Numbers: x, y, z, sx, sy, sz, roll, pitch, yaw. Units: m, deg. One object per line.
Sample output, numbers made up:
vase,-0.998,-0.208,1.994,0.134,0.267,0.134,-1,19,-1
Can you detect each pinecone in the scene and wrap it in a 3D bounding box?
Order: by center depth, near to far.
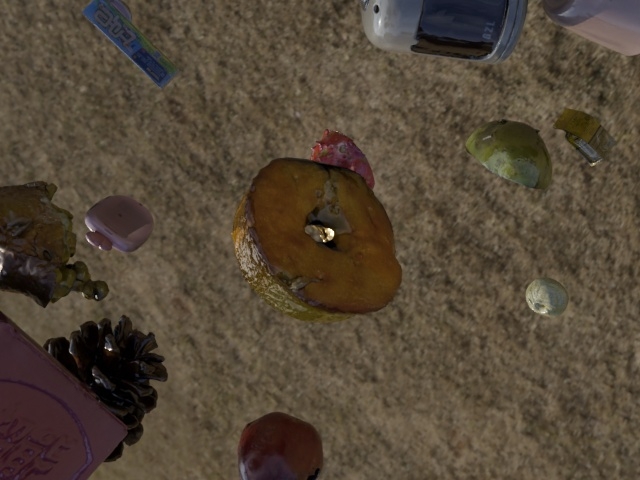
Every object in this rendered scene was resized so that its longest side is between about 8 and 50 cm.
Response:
pinecone,-0.393,0.259,1.466,0.244,0.244,0.309,47,121,1

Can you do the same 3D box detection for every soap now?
soap,-0.431,0.239,1.107,0.128,0.233,0.360,33,161,30

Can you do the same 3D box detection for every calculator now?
calculator,-0.331,-0.028,1.402,0.103,0.166,0.024,38,116,-4

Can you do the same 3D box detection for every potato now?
potato,0.431,-0.211,1.898,0.160,0.272,0.111,15,113,-17

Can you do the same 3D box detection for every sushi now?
sushi,-0.392,0.003,1.142,0.296,0.179,0.167,0,93,56

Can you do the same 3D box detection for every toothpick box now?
toothpick box,0.210,-0.461,1.616,0.316,0.229,0.229,5,129,-9

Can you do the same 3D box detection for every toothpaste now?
toothpaste,-0.337,-0.368,1.549,0.193,0.070,0.044,44,177,-7

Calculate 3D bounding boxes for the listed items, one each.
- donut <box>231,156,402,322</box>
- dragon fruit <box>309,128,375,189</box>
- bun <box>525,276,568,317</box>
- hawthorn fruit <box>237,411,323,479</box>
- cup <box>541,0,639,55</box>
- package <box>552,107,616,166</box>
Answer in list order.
donut,-0.002,0.000,1.157,0.253,0.253,0.118,48,139,0
dragon fruit,0.019,-0.121,1.631,0.153,0.111,0.153,48,161,23
bun,0.445,0.116,1.683,0.086,0.054,0.086,24,129,33
hawthorn fruit,-0.072,0.368,1.397,0.148,0.172,0.148,7,122,12
cup,0.567,-0.497,1.621,0.200,0.192,0.253,15,143,-20
package,0.577,-0.231,1.855,0.131,0.071,0.047,45,157,-4
